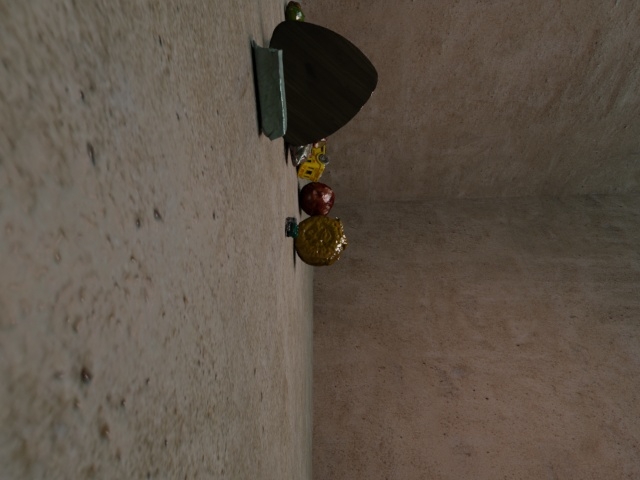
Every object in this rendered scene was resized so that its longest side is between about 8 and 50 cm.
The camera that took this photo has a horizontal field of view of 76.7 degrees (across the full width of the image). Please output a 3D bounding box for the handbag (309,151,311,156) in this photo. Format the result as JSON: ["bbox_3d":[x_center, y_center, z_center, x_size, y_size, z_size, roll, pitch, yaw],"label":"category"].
[{"bbox_3d":[-0.082,-0.512,1.903,0.157,0.059,0.213,5,83,-72],"label":"handbag"}]

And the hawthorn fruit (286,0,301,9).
[{"bbox_3d":[-0.115,-0.988,1.762,0.103,0.066,0.067,91,-2,-70],"label":"hawthorn fruit"}]

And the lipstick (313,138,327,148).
[{"bbox_3d":[-0.048,-0.575,2.025,0.080,0.080,0.241,85,-20,-71],"label":"lipstick"}]

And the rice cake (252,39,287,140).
[{"bbox_3d":[-0.110,-0.333,0.908,0.069,0.063,0.207,-95,-177,-69],"label":"rice cake"}]

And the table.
[{"bbox_3d":[-0.048,-0.445,1.198,0.249,0.316,0.318,-124,-150,-65],"label":"table"}]

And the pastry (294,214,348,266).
[{"bbox_3d":[0.000,0.000,1.769,0.132,0.234,0.240,76,2,-65],"label":"pastry"}]

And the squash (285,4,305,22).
[{"bbox_3d":[-0.103,-0.915,1.791,0.331,0.087,0.087,95,-6,-83],"label":"squash"}]

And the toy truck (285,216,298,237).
[{"bbox_3d":[-0.101,-0.046,1.432,0.039,0.043,0.083,91,-1,-47],"label":"toy truck"}]

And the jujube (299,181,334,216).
[{"bbox_3d":[-0.023,-0.218,2.185,0.290,0.196,0.198,117,-29,-85],"label":"jujube"}]

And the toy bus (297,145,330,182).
[{"bbox_3d":[-0.043,-0.477,2.107,0.144,0.151,0.331,124,-29,-56],"label":"toy bus"}]

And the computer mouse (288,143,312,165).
[{"bbox_3d":[-0.080,-0.413,1.573,0.200,0.114,0.390,102,1,-49],"label":"computer mouse"}]
